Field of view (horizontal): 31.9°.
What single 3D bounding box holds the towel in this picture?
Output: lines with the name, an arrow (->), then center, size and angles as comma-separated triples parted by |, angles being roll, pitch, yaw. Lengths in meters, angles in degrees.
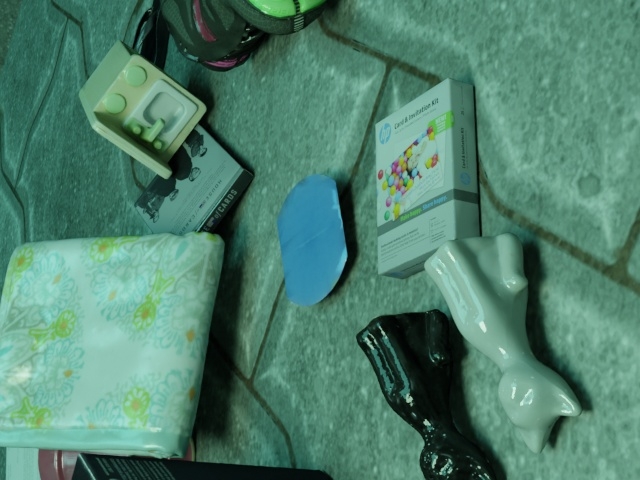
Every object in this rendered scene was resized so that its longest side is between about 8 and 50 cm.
towel -> -0.324, 0.148, 1.621 | 0.374, 0.090, 0.320 | -2, 72, 29

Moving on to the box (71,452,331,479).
box -> -0.137, 0.434, 1.231 | 0.179, 0.312, 0.343 | 30, 107, 60

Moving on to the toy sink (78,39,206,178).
toy sink -> -0.289, -0.222, 1.835 | 0.131, 0.153, 0.234 | -52, 25, 6

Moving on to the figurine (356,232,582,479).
figurine -> 0.146, 0.131, 1.076 | 0.215, 0.092, 0.209 | -51, 47, 40

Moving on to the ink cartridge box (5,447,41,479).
ink cartridge box -> -0.457, 0.318, 2.118 | 0.385, 0.091, 0.308 | -30, 53, 33

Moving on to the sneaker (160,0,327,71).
sneaker -> -0.113, -0.344, 1.638 | 0.483, 0.185, 0.202 | -146, 52, -62

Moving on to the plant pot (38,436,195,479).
plant pot -> -0.295, 0.327, 1.694 | 0.180, 0.201, 0.201 | -11, 70, 43

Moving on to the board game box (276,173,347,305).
board game box -> 0.000, 0.000, 1.424 | 0.133, 0.033, 0.168 | -35, 56, 46

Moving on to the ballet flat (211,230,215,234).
ballet flat -> -0.209, -0.044, 1.790 | 0.057, 0.049, 0.173 | -64, 33, 27

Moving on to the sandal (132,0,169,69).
sandal -> -0.320, -0.401, 2.104 | 0.097, 0.054, 0.254 | 27, 104, 60

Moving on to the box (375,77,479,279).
box -> 0.115, -0.065, 1.231 | 0.145, 0.038, 0.186 | -27, 56, 55

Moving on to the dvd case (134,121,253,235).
dvd case -> -0.205, -0.077, 1.758 | 0.179, 0.029, 0.239 | -53, 33, 5
